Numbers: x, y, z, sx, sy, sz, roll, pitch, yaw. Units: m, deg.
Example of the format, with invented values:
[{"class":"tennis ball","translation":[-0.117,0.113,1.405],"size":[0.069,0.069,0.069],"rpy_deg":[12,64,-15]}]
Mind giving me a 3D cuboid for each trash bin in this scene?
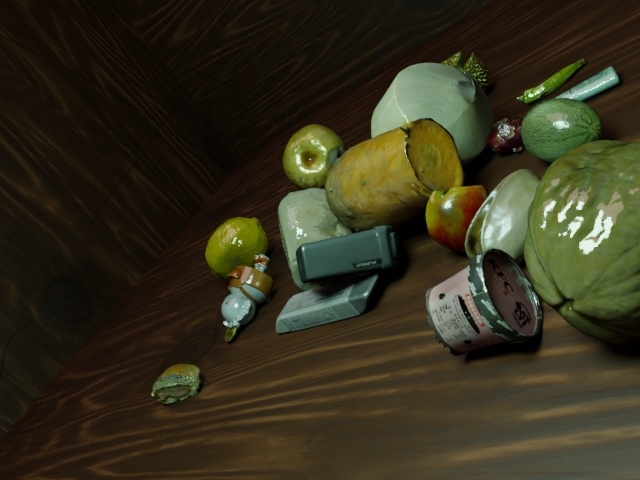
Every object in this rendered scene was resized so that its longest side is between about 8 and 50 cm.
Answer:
[{"class":"trash bin","translation":[0.067,0.035,1.300],"size":[0.236,0.101,0.177],"rpy_deg":[-10,-4,-8]}]

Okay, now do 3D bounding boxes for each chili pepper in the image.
[{"class":"chili pepper","translation":[0.644,-0.436,1.545],"size":[0.208,0.043,0.049],"rpy_deg":[-30,-4,11]}]

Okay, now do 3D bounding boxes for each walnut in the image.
[{"class":"walnut","translation":[0.401,-0.008,0.754],"size":[0.283,0.283,0.227],"rpy_deg":[-47,-8,-21]}]

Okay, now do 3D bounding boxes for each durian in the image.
[{"class":"durian","translation":[0.481,-0.514,1.882],"size":[0.193,0.138,0.237],"rpy_deg":[-26,-18,31]}]

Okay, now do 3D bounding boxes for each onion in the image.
[{"class":"onion","translation":[0.471,-0.258,1.395],"size":[0.107,0.097,0.107],"rpy_deg":[-18,-14,-5]}]

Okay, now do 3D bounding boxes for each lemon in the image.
[{"class":"lemon","translation":[-0.293,0.030,1.967],"size":[0.260,0.204,0.204],"rpy_deg":[-49,18,11]}]

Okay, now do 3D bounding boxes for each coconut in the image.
[{"class":"coconut","translation":[0.292,-0.309,1.473],"size":[0.323,0.323,0.323],"rpy_deg":[-34,20,14]}]

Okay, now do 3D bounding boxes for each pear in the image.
[{"class":"pear","translation":[-0.020,-0.315,2.164],"size":[0.271,0.271,0.271],"rpy_deg":[-34,20,14]}]

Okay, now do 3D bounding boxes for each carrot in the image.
[{"class":"carrot","translation":[0.162,-0.147,1.332],"size":[0.340,0.224,0.224],"rpy_deg":[-24,24,54]}]

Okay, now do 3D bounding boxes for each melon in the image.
[{"class":"melon","translation":[0.507,-0.234,1.199],"size":[0.139,0.139,0.192],"rpy_deg":[-42,20,-8]}]

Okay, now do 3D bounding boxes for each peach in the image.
[{"class":"peach","translation":[0.284,-0.043,1.151],"size":[0.151,0.151,0.118],"rpy_deg":[-29,60,26]}]

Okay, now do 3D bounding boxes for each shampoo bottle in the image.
[{"class":"shampoo bottle","translation":[0.633,-0.360,1.386],"size":[0.190,0.041,0.069],"rpy_deg":[-27,28,31]}]

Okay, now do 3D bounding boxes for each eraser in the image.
[{"class":"eraser","translation":[0.009,0.155,1.360],"size":[0.352,0.061,0.089],"rpy_deg":[-20,26,42]}]

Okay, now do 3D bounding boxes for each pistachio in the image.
[{"class":"pistachio","translation":[0.358,-0.039,1.056],"size":[0.206,0.131,0.129],"rpy_deg":[-49,13,-12]}]

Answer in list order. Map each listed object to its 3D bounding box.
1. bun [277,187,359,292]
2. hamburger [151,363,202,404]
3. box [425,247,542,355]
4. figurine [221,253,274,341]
[{"class":"bun","translation":[-0.004,-0.015,1.521],"size":[0.205,0.281,0.281],"rpy_deg":[-15,19,-6]},{"class":"hamburger","translation":[-0.391,0.378,1.552],"size":[0.176,0.087,0.102],"rpy_deg":[-30,23,32]},{"class":"box","translation":[0.254,0.107,0.903],"size":[0.135,0.151,0.151],"rpy_deg":[-34,19,38]},{"class":"figurine","translation":[-0.219,0.171,1.664],"size":[0.143,0.143,0.271],"rpy_deg":[-10,68,54]}]
